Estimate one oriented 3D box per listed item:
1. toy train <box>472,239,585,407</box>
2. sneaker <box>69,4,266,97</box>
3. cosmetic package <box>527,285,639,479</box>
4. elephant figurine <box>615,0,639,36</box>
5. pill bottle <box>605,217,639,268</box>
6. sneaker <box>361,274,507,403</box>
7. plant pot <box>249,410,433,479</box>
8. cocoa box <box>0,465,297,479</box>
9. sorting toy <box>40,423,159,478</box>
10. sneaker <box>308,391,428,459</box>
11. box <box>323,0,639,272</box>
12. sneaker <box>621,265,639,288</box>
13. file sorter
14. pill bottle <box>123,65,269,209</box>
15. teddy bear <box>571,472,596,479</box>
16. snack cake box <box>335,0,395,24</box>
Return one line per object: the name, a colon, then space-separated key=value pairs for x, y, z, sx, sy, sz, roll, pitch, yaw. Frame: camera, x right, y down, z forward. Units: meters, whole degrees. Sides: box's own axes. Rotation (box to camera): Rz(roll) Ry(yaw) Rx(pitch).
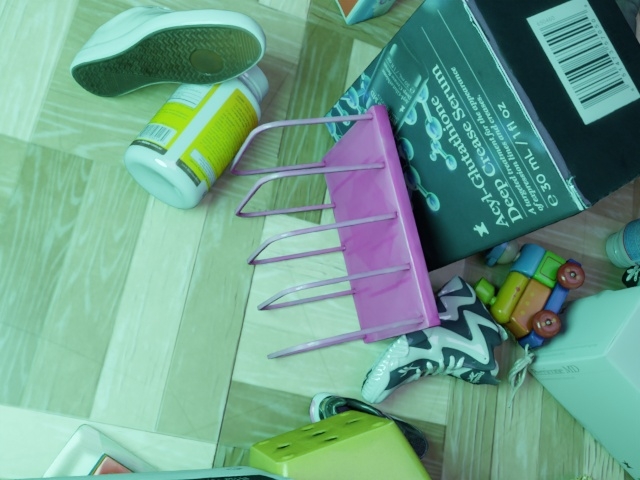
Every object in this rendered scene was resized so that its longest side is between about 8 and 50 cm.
toy train: x=0.287 y=0.113 z=1.055 sx=0.143 sy=0.105 sz=0.248 roll=31 pitch=74 yaw=7
sneaker: x=-0.195 y=-0.272 z=0.890 sx=0.106 sy=0.290 sz=0.123 roll=56 pitch=41 yaw=-49
cosmetic package: x=0.521 y=0.253 z=1.044 sx=0.365 sy=0.197 sz=0.155 roll=44 pitch=66 yaw=-3
elephant figurine: x=0.428 y=-0.404 z=1.217 sx=0.240 sy=0.186 sz=0.169 roll=14 pitch=97 yaw=-10
pill bottle: x=0.561 y=-0.001 z=1.144 sx=0.087 sy=0.160 sz=0.087 roll=5 pitch=75 yaw=-20
sneaker: x=0.178 y=0.177 z=0.979 sx=0.153 sy=0.094 sz=0.235 roll=42 pitch=60 yaw=8
plant pot: x=0.023 y=0.313 z=0.793 sx=0.212 sy=0.212 sz=0.187 roll=-13 pitch=87 yaw=-20
cocoa box: x=-0.206 y=0.340 z=0.625 sx=0.347 sy=0.231 sz=0.227 roll=3 pitch=75 yaw=-20
sorting toy: x=-0.243 y=0.388 z=0.776 sx=0.257 sy=0.089 sz=0.255 roll=37 pitch=67 yaw=-8
sneaker: x=0.073 y=0.263 z=0.935 sx=0.178 sy=0.077 sz=0.071 roll=22 pitch=70 yaw=-15
box: x=0.217 y=-0.152 z=0.925 sx=0.212 sy=0.395 sz=0.293 roll=-27 pitch=87 yaw=-24
sneaker: x=0.626 y=0.133 z=1.169 sx=0.302 sy=0.121 sz=0.108 roll=44 pitch=80 yaw=-28
file sorter: x=0.000 y=0.000 z=0.911 sx=0.182 sy=0.202 sz=0.290 roll=-9 pitch=79 yaw=-21
pill bottle: x=-0.161 y=-0.155 z=0.936 sx=0.117 sy=0.117 sz=0.215 roll=37 pitch=67 yaw=-8
teddy bear: x=0.375 y=0.464 z=0.994 sx=0.338 sy=0.113 sz=0.244 roll=1 pitch=83 yaw=-28
snack cake box: x=0.092 y=-0.469 z=1.034 sx=0.089 sy=0.264 sz=0.152 roll=-24 pitch=86 yaw=-25
